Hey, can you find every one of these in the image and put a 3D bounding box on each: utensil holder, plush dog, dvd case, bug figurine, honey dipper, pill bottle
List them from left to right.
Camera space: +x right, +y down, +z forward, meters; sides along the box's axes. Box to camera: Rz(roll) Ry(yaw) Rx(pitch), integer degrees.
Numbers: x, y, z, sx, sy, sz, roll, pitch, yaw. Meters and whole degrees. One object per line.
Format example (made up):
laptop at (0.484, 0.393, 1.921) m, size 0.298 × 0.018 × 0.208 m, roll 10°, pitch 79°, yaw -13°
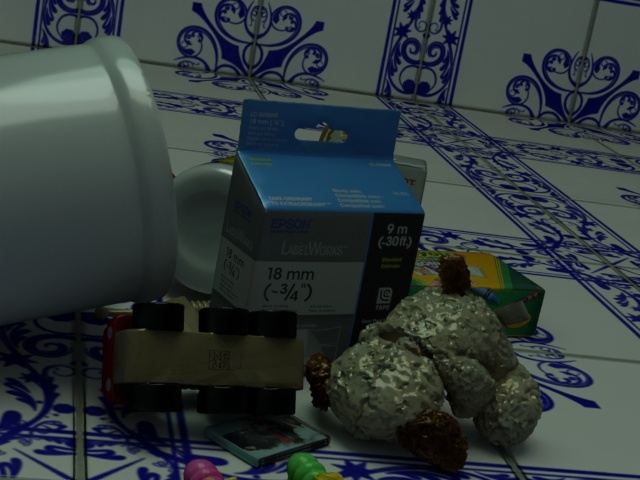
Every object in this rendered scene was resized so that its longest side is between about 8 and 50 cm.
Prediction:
utensil holder at (-0.398, -0.050, 1.495) m, size 0.385 × 0.328 × 0.327 m, roll -12°, pitch 24°, yaw -21°
honey dipper at (-0.225, 0.095, 1.730) m, size 0.160 × 0.031 × 0.030 m, roll 2°, pitch 18°, yaw -22°
pill bottle at (-0.112, -0.037, 1.946) m, size 0.187 × 0.188 × 0.334 m, roll 14°, pitch 11°, yaw 12°
dvd case at (-0.059, 0.219, 1.440) m, size 0.087 × 0.013 × 0.119 m, roll 24°, pitch 19°, yaw 38°
bug figurine at (-0.031, 0.263, 1.203) m, size 0.279 × 0.072 × 0.216 m, roll 0°, pitch 19°, yaw -30°
plush dog at (0.109, 0.153, 1.510) m, size 0.262 × 0.211 × 0.225 m, roll 21°, pitch 43°, yaw 32°

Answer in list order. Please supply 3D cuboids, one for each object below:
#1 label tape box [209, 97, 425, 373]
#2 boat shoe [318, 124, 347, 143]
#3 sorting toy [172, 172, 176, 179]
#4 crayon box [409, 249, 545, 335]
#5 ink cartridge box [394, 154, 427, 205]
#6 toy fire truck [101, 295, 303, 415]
label tape box at (0.000, 0.000, 1.644) m, size 0.240 × 0.334 × 0.106 m, roll 1°, pitch 19°, yaw -30°
boat shoe at (0.023, -0.010, 1.870) m, size 0.123 × 0.342 × 0.123 m, roll 6°, pitch -26°, yaw 10°
sorting toy at (-0.305, -0.095, 1.960) m, size 0.257 × 0.089 × 0.255 m, roll 50°, pitch 12°, yaw -11°
crayon box at (0.175, 0.077, 1.945) m, size 0.278 × 0.081 × 0.165 m, roll 2°, pitch 18°, yaw -26°
ink cartridge box at (0.079, -0.036, 2.042) m, size 0.153 × 0.208 × 0.087 m, roll 11°, pitch 15°, yaw 1°
toy fire truck at (-0.162, 0.127, 1.505) m, size 0.217 × 0.159 × 0.246 m, roll 5°, pitch -12°, yaw -29°
